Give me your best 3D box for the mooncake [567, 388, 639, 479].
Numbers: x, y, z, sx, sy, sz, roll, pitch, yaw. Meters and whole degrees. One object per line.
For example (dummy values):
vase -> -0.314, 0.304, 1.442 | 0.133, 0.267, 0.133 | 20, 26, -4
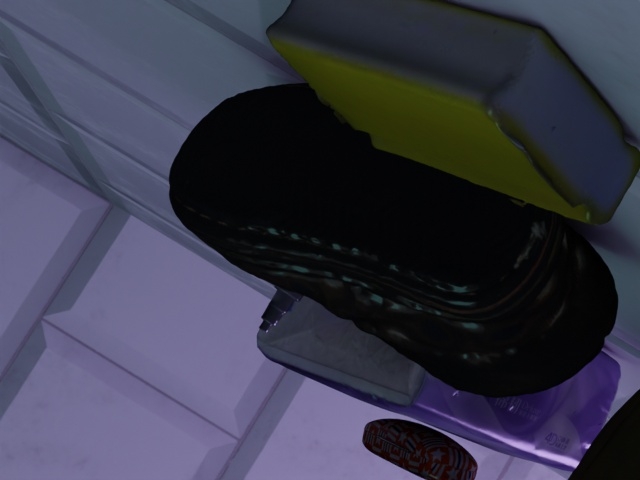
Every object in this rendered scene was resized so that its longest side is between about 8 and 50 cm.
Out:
mooncake -> 0.412, 0.294, 1.521 | 0.378, 0.201, 0.378 | 31, -176, -3

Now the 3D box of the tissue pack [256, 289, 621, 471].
tissue pack -> 0.137, 0.122, 1.717 | 0.242, 0.160, 0.338 | 18, 176, 43

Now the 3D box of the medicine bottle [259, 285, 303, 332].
medicine bottle -> 0.000, 0.000, 1.478 | 0.057, 0.199, 0.057 | 33, 172, 5

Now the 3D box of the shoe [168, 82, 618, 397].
shoe -> 0.063, 0.002, 1.360 | 0.384, 0.171, 0.237 | 16, 160, 36

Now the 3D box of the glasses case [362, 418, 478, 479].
glasses case -> 0.112, 0.229, 1.765 | 0.073, 0.049, 0.194 | 16, 179, -23

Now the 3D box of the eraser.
eraser -> 0.087, -0.093, 1.053 | 0.226, 0.069, 0.158 | 24, 167, 45
